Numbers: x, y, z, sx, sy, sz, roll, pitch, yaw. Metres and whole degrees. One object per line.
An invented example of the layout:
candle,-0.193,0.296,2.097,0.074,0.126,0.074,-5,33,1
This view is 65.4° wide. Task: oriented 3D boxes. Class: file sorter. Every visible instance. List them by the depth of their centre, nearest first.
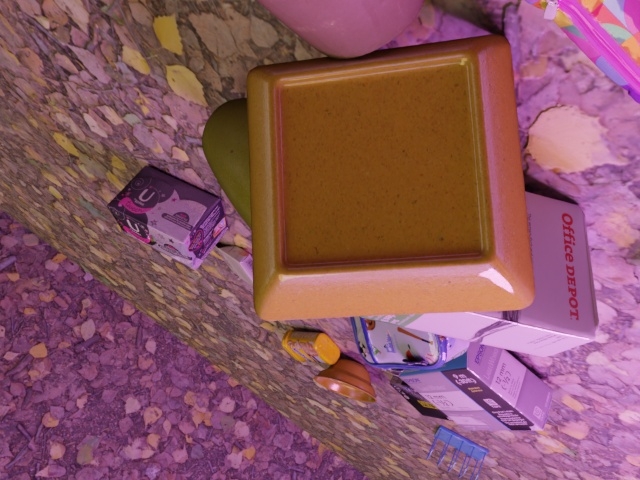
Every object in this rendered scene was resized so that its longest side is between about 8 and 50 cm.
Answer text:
file sorter,0.459,0.730,1.693,0.171,0.104,0.118,23,149,17

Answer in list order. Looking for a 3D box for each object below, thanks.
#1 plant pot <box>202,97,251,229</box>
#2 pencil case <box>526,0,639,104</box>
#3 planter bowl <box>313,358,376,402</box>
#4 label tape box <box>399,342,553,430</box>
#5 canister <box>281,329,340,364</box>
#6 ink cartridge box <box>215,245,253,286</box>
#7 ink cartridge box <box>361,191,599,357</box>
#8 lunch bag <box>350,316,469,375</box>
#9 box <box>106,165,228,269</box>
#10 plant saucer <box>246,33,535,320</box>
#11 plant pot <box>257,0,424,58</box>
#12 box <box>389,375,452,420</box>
plant pot,-0.059,-0.124,0.828,0.294,0.275,0.274,33,154,34
pencil case,0.299,-0.206,0.482,0.236,0.104,0.104,37,150,-7
planter bowl,0.093,0.450,1.641,0.217,0.090,0.217,18,156,9
label tape box,0.313,0.301,1.157,0.348,0.115,0.249,38,149,-11
canister,-0.032,0.355,1.659,0.170,0.073,0.126,-8,131,48
ink cartridge box,-0.242,0.067,1.496,0.179,0.045,0.145,31,157,44
ink cartridge box,0.218,0.030,0.709,0.290,0.211,0.121,14,152,-7
lunch bag,0.139,0.103,0.948,0.243,0.115,0.303,-12,91,49
box,-0.398,-0.062,1.314,0.248,0.163,0.142,24,151,16
plant saucer,0.066,-0.079,0.574,0.333,0.332,0.081,-4,173,10
plant pot,0.004,-0.315,0.496,0.263,0.262,0.229,10,160,36
box,0.333,0.476,1.505,0.184,0.045,0.191,48,148,-20
